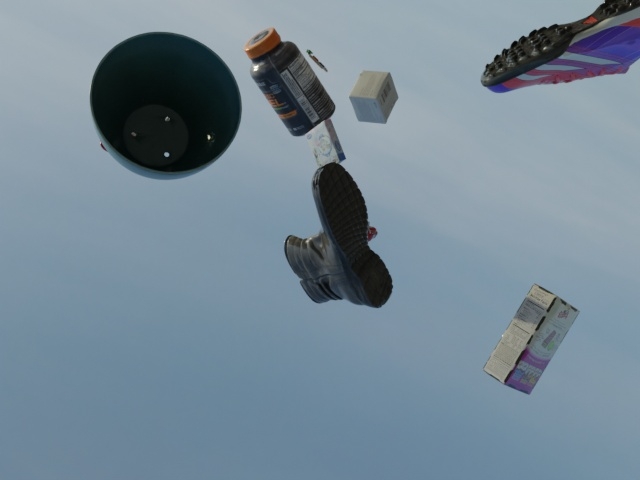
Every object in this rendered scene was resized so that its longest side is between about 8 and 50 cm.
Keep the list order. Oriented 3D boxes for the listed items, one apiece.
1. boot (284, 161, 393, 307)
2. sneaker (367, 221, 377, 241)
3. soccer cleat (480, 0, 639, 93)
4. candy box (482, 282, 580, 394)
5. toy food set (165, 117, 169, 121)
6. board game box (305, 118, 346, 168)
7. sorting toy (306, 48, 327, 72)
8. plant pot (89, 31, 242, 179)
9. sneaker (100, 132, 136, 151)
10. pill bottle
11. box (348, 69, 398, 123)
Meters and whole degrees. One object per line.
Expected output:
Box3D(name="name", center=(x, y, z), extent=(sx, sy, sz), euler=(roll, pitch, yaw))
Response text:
Box3D(name="boot", center=(0.000, 0.000, 1.957), extent=(0.118, 0.222, 0.338), euler=(-35, -64, -38))
Box3D(name="sneaker", center=(0.097, -0.030, 2.233), extent=(0.042, 0.067, 0.118), euler=(54, 174, 34))
Box3D(name="soccer cleat", center=(0.405, -0.284, 1.426), extent=(0.116, 0.318, 0.109), euler=(61, -171, -26))
Box3D(name="candy box", center=(0.486, 0.229, 2.143), extent=(0.071, 0.233, 0.159), euler=(33, -177, 38))
Box3D(name="toy food set", center=(-0.354, -0.325, 2.262), extent=(0.019, 0.078, 0.122), euler=(33, -121, -21))
Box3D(name="board game box", center=(0.010, -0.193, 1.917), extent=(0.020, 0.090, 0.090), euler=(-20, -93, -30))
Box3D(name="sorting toy", center=(-0.013, -0.494, 2.539), extent=(0.083, 0.012, 0.062), euler=(47, -169, 7))
Box3D(name="plant pot", center=(-0.318, -0.242, 1.866), extent=(0.290, 0.195, 0.290), euler=(4, -105, -15))
Box3D(name="sneaker", center=(-0.439, -0.270, 2.020), extent=(0.128, 0.087, 0.221), euler=(-22, -118, -42))
Box3D(name="pill bottle", center=(-0.079, -0.374, 2.176), extent=(0.246, 0.130, 0.130), euler=(54, -162, -26))
Box3D(name="box", center=(0.141, -0.379, 2.460), extent=(0.087, 0.102, 0.101), euler=(10, -122, 27))
